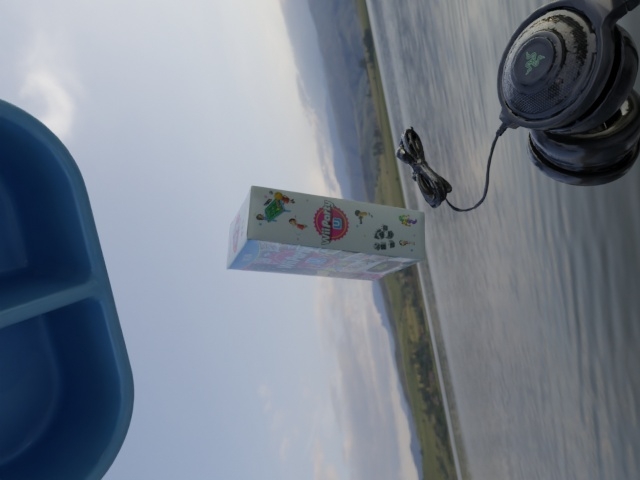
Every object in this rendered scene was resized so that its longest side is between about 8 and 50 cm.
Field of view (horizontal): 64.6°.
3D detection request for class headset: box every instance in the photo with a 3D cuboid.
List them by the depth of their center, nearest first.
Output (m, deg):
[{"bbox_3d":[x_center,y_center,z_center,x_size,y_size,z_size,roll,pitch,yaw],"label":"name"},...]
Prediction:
[{"bbox_3d":[0.279,-0.176,0.596,0.243,0.394,0.185,31,-151,-47],"label":"headset"}]

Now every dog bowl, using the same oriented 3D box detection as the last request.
[{"bbox_3d":[-0.212,0.046,0.316,0.166,0.074,0.297,-22,-74,-51],"label":"dog bowl"}]

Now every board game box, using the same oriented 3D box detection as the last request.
[{"bbox_3d":[0.000,0.000,0.909,0.224,0.304,0.097,140,135,-67],"label":"board game box"}]
